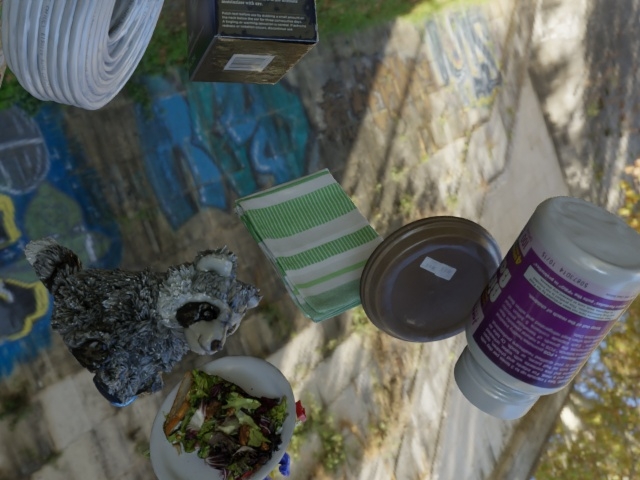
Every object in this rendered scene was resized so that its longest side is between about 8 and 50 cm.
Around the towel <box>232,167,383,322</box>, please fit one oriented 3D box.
[{"bbox_3d":[0.000,0.000,1.564,0.247,0.325,0.038,-22,148,-25],"label":"towel"}]

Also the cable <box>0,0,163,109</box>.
[{"bbox_3d":[-0.210,-0.249,0.729,0.089,0.257,0.257,24,-170,-6],"label":"cable"}]

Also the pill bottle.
[{"bbox_3d":[0.301,0.102,1.056,0.169,0.169,0.302,-31,151,-51],"label":"pill bottle"}]

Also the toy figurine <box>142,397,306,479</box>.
[{"bbox_3d":[-0.188,0.483,1.602,0.362,0.191,0.217,-32,-141,11],"label":"toy figurine"}]

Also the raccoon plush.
[{"bbox_3d":[-0.318,0.056,1.339,0.299,0.446,0.216,-41,158,-6],"label":"raccoon plush"}]

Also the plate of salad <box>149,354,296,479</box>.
[{"bbox_3d":[-0.127,0.226,0.965,0.199,0.048,0.200,-12,-132,13],"label":"plate of salad"}]

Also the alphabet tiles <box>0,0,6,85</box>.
[{"bbox_3d":[-0.543,-0.346,1.270,0.342,0.011,0.285,-53,-173,37],"label":"alphabet tiles"}]

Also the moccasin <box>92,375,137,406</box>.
[{"bbox_3d":[-0.417,0.241,1.885,0.137,0.117,0.342,-20,-150,49],"label":"moccasin"}]

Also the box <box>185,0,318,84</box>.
[{"bbox_3d":[-0.134,-0.451,1.347,0.182,0.294,0.296,-1,177,-18],"label":"box"}]

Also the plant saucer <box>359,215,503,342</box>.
[{"bbox_3d":[0.210,0.083,1.425,0.277,0.278,0.041,-19,-149,0],"label":"plant saucer"}]
